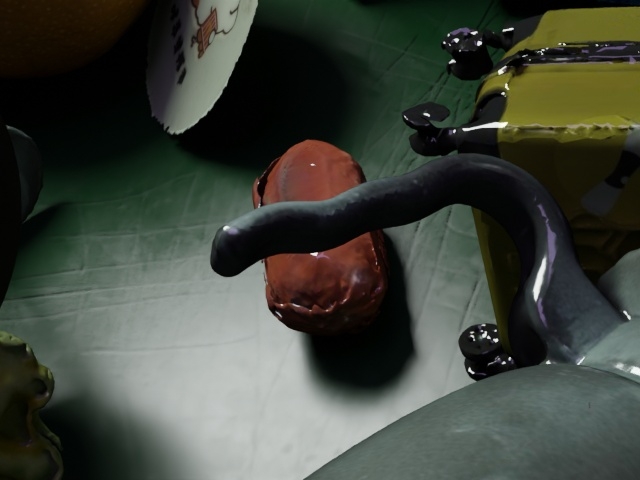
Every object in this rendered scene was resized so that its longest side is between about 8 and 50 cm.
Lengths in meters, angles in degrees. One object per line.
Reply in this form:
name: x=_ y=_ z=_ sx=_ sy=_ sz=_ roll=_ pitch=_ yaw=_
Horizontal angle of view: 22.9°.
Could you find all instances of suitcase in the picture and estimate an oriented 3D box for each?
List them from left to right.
suitcase: x=0.180 y=-0.021 z=0.792 sx=0.235 sy=0.193 sz=0.143 roll=2 pitch=39 yaw=24

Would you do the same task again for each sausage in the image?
sausage: x=0.000 y=0.000 z=0.935 sx=0.076 sy=0.076 sz=0.141 roll=-18 pitch=42 yaw=5

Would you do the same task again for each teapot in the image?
teapot: x=0.101 y=0.111 z=0.683 sx=0.285 sy=0.223 sz=0.305 roll=-37 pitch=52 yaw=-25

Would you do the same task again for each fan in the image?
fan: x=-0.043 y=-0.203 z=1.038 sx=0.329 sy=0.009 sz=0.190 roll=-51 pitch=35 yaw=39

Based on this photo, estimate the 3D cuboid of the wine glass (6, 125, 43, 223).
wine glass: x=-0.285 y=-0.076 z=1.114 sx=0.093 sy=0.093 sz=0.202 roll=-40 pitch=47 yaw=-17

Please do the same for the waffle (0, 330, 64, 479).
waffle: x=-0.273 y=0.135 z=0.763 sx=0.317 sy=0.297 sz=0.073 roll=-35 pitch=36 yaw=-23

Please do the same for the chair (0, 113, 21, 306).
chair: x=-0.419 y=-0.050 z=0.917 sx=0.410 sy=0.362 sz=0.364 roll=31 pitch=88 yaw=31

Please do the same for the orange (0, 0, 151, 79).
orange: x=-0.225 y=-0.245 z=1.120 sx=0.264 sy=0.264 sz=0.264 roll=-12 pitch=45 yaw=12

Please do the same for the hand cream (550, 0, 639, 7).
hand cream: x=0.238 y=-0.192 z=1.037 sx=0.271 sy=0.061 sz=0.120 roll=7 pitch=53 yaw=22
